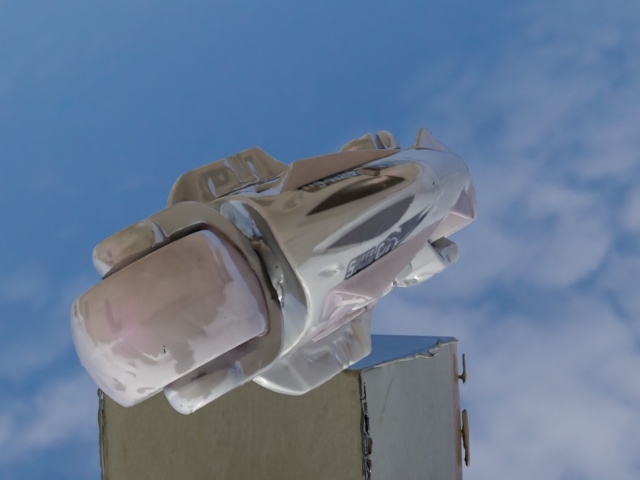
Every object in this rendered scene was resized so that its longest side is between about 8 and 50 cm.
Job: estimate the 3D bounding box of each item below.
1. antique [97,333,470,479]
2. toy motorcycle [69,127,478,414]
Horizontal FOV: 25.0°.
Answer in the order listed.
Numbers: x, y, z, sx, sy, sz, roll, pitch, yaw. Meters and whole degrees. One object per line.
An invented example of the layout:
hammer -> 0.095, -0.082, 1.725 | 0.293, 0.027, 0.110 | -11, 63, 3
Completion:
antique -> -0.009, 0.120, 0.724 | 0.152, 0.146, 0.148 | 0, -177, 27
toy motorcycle -> 0.000, 0.000, 0.604 | 0.112, 0.112, 0.254 | -4, -168, 33
